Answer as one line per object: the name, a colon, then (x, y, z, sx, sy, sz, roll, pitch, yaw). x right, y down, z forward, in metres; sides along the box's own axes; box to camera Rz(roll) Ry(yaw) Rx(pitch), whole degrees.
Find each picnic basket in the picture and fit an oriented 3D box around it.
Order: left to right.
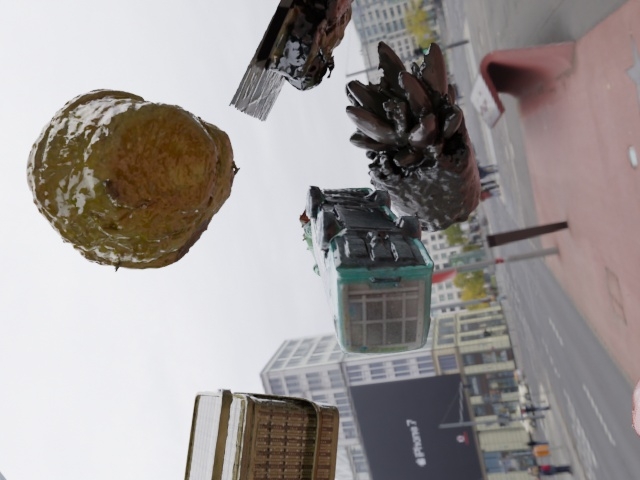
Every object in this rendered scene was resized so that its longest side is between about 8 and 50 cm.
picnic basket: (-0.117, 0.369, 0.895, 0.176, 0.313, 0.227, 13, -107, -25)

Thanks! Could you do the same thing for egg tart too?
egg tart: (-0.306, -0.109, 0.931, 0.352, 0.153, 0.339, 21, -107, -34)

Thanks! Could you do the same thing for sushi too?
sushi: (0.011, -0.296, 0.702, 0.339, 0.069, 0.320, -62, 4, 7)

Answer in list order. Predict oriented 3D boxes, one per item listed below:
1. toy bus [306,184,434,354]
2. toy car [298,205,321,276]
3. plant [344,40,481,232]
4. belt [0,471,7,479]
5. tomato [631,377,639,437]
toy bus: (0.035, 0.008, 0.513, 0.261, 0.091, 0.109, -104, 12, -73)
toy car: (0.000, 0.000, 0.988, 0.143, 0.054, 0.073, 79, -150, -43)
plant: (0.151, -0.155, 0.860, 0.320, 0.182, 0.194, 51, -150, -41)
belt: (-0.620, 0.454, 0.774, 0.436, 0.300, 0.173, 49, 156, 4)
tomato: (0.587, 0.276, 0.810, 0.208, 0.184, 0.208, 25, -148, -17)
